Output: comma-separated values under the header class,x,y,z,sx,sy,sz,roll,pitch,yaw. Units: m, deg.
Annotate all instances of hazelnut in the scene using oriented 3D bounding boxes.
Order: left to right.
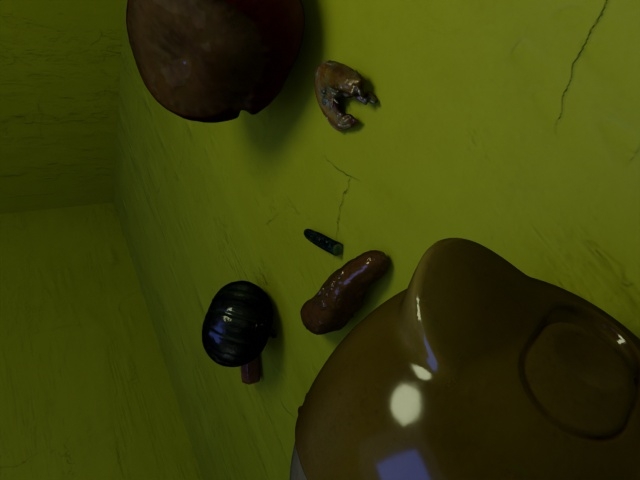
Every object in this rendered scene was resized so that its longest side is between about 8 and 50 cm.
class,x,y,z,sx,sy,sz,roll,pitch,yaw
hazelnut,-0.209,-0.445,1.022,0.409,0.360,0.359,-45,61,57

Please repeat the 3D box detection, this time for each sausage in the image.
class,x,y,z,sx,sy,sz,roll,pitch,yaw
sausage,-0.225,0.364,1.508,0.065,0.065,0.169,15,111,55

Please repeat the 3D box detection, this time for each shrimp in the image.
class,x,y,z,sx,sy,sz,roll,pitch,yaw
shrimp,0.044,-0.279,0.928,0.187,0.052,0.132,40,150,53

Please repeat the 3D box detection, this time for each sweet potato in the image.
class,x,y,z,sx,sy,sz,roll,pitch,yaw
sweet potato,0.031,0.133,1.009,0.095,0.106,0.354,39,141,0

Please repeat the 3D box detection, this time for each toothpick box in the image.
class,x,y,z,sx,sy,sz,roll,pitch,yaw
toothpick box,0.180,0.243,0.536,0.409,0.409,0.425,54,141,34

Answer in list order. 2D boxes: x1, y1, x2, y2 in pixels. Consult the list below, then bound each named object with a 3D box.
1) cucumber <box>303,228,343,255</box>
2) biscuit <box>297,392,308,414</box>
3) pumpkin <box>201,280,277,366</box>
class,x,y,z,sx,sy,sz,roll,pitch,yaw
cucumber,0.000,0.000,1.079,0.133,0.032,0.032,27,121,50
biscuit,-0.015,0.486,1.242,0.138,0.031,0.204,25,120,52
pumpkin,-0.225,0.241,1.358,0.249,0.216,0.249,-55,22,36
